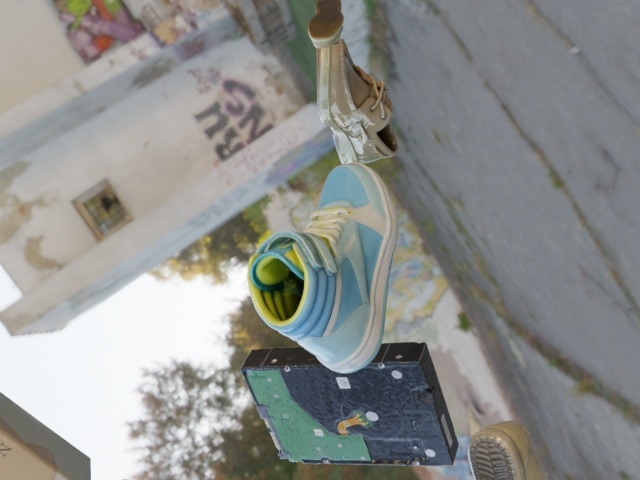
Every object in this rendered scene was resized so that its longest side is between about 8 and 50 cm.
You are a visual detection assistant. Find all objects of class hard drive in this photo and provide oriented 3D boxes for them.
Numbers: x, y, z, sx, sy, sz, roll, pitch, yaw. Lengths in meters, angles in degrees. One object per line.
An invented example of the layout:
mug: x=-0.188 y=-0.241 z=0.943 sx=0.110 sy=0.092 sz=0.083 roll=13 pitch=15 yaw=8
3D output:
hard drive: x=0.051 y=0.289 z=1.600 sx=0.237 sy=0.339 sz=0.064 roll=69 pitch=-151 yaw=-26

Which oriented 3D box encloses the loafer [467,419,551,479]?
loafer: x=0.276 y=0.365 z=1.264 sx=0.102 sy=0.092 sz=0.268 roll=7 pitch=118 yaw=42

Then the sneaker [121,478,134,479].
sneaker: x=-0.234 y=0.493 z=1.345 sx=0.124 sy=0.178 sz=0.295 roll=-106 pitch=26 yaw=-69

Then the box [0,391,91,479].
box: x=-0.471 y=0.281 z=1.228 sx=0.311 sy=0.148 sz=0.121 roll=42 pitch=179 yaw=-18

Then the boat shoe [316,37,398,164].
boat shoe: x=0.063 y=-0.233 z=1.515 sx=0.341 sy=0.110 sz=0.121 roll=60 pitch=-151 yaw=-67

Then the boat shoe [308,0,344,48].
boat shoe: x=0.011 y=-0.295 z=1.272 sx=0.135 sy=0.050 sz=0.045 roll=-77 pitch=-17 yaw=-53

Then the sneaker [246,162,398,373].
sneaker: x=0.000 y=0.000 z=1.236 sx=0.208 sy=0.127 sz=0.319 roll=32 pitch=-131 yaw=-43
